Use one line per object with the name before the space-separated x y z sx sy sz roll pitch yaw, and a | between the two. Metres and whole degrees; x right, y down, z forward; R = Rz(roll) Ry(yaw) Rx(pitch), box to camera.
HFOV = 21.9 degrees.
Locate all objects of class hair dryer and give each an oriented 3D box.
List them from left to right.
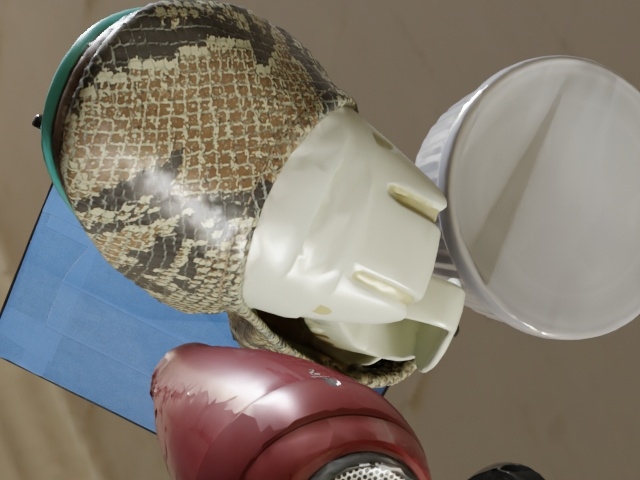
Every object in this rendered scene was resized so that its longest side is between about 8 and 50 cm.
hair dryer | -0.027 0.147 0.601 0.223 0.080 0.293 -54 -146 40

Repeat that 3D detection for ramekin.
ramekin | 0.210 -0.039 1.610 0.127 0.273 0.273 -3 -76 64

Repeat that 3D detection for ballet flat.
ballet flat | 0.000 0.000 0.969 0.182 0.164 0.483 27 -9 16

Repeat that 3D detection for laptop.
laptop | -0.114 0.088 1.508 0.236 0.382 0.408 -64 -178 -3

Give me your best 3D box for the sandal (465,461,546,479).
sandal | 0.222 0.377 1.494 0.167 0.107 0.446 7 -58 47
